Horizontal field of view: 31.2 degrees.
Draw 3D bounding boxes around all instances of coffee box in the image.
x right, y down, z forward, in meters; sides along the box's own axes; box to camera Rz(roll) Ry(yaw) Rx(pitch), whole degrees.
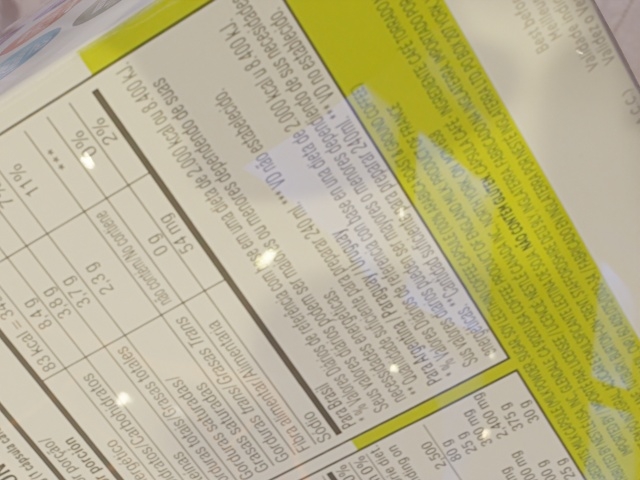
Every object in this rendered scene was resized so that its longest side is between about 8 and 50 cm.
[{"bbox_3d":[0.000,0.000,0.592,0.338,0.334,0.337,56,-166,-20],"label":"coffee box"}]
